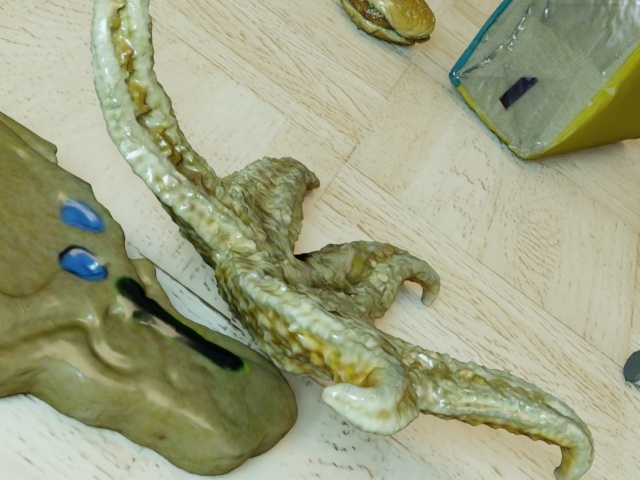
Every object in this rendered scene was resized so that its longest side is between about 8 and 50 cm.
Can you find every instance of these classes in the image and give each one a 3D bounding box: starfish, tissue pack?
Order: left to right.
[{"bbox_3d":[-0.009,0.006,0.657,0.327,0.094,0.375,43,8,-26],"label":"starfish"},{"bbox_3d":[0.261,-0.179,1.158,0.134,0.192,0.271,47,30,19],"label":"tissue pack"}]

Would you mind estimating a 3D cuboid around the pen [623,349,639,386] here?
[{"bbox_3d":[0.304,0.126,0.937,0.204,0.025,0.025,25,31,-23],"label":"pen"}]

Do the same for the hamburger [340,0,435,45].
[{"bbox_3d":[0.060,-0.203,1.121,0.083,0.044,0.076,12,38,-43],"label":"hamburger"}]

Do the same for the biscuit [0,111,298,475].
[{"bbox_3d":[-0.148,0.007,0.582,0.319,0.047,0.183,37,31,-5],"label":"biscuit"}]
